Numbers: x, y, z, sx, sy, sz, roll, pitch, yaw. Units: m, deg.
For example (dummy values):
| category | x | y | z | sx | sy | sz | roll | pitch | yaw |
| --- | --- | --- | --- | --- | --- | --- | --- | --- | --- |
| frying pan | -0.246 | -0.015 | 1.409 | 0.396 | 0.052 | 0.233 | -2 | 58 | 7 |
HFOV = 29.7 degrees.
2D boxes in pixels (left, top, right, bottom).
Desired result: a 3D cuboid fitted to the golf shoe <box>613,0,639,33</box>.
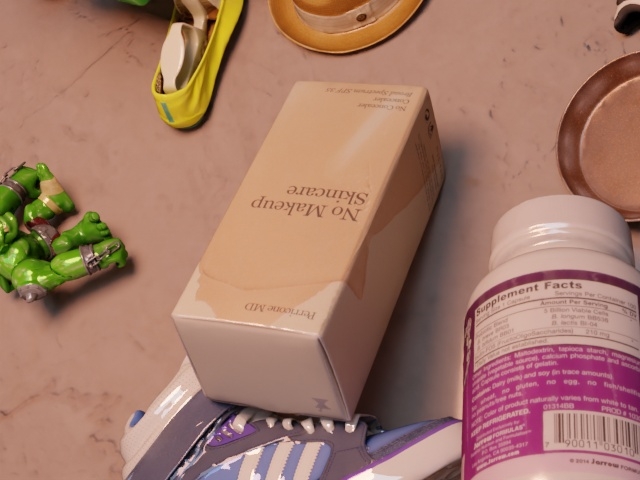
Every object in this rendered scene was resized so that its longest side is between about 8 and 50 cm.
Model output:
| category | x | y | z | sx | sy | sz | roll | pitch | yaw |
| --- | --- | --- | --- | --- | --- | --- | --- | --- | --- |
| golf shoe | 0.363 | -0.217 | 1.138 | 0.186 | 0.067 | 0.086 | 23 | 88 | 49 |

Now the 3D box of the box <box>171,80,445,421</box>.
| category | x | y | z | sx | sy | sz | roll | pitch | yaw |
| --- | --- | --- | --- | --- | --- | --- | --- | --- | --- |
| box | 0.000 | 0.000 | 1.098 | 0.147 | 0.121 | 0.311 | 5 | 48 | 21 |

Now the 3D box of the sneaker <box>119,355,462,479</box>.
| category | x | y | z | sx | sy | sz | roll | pitch | yaw |
| --- | --- | --- | --- | --- | --- | --- | --- | --- | --- |
| sneaker | -0.039 | 0.170 | 1.090 | 0.322 | 0.130 | 0.236 | -31 | 64 | 12 |

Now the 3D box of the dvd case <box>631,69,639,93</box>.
| category | x | y | z | sx | sy | sz | roll | pitch | yaw |
| --- | --- | --- | --- | --- | --- | --- | --- | --- | --- |
| dvd case | 0.413 | -0.090 | 1.097 | 0.180 | 0.022 | 0.253 | -21 | 61 | 10 |

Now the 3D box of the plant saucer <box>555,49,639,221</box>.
| category | x | y | z | sx | sy | sz | roll | pitch | yaw |
| --- | --- | --- | --- | --- | --- | --- | --- | --- | --- |
| plant saucer | 0.301 | -0.095 | 1.118 | 0.168 | 0.029 | 0.169 | -12 | 68 | 33 |

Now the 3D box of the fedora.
| category | x | y | z | sx | sy | sz | roll | pitch | yaw |
| --- | --- | --- | --- | --- | --- | --- | --- | --- | --- |
| fedora | 0.024 | -0.297 | 1.304 | 0.194 | 0.079 | 0.194 | -8 | 65 | 18 |

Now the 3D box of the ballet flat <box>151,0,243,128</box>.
| category | x | y | z | sx | sy | sz | roll | pitch | yaw |
| --- | --- | --- | --- | --- | --- | --- | --- | --- | --- |
| ballet flat | -0.139 | -0.236 | 1.340 | 0.077 | 0.077 | 0.231 | 3 | 68 | 24 |

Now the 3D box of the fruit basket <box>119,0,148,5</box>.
| category | x | y | z | sx | sy | sz | roll | pitch | yaw |
| --- | --- | --- | --- | --- | --- | --- | --- | --- | --- |
| fruit basket | -0.246 | -0.466 | 1.313 | 0.392 | 0.283 | 0.392 | -12 | 66 | 29 |

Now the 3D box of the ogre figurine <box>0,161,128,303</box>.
| category | x | y | z | sx | sy | sz | roll | pitch | yaw |
| --- | --- | --- | --- | --- | --- | --- | --- | --- | --- |
| ogre figurine | -0.305 | -0.003 | 1.296 | 0.118 | 0.097 | 0.197 | -41 | 74 | -21 |

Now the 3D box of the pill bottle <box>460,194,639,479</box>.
| category | x | y | z | sx | sy | sz | roll | pitch | yaw |
| --- | --- | --- | --- | --- | --- | --- | --- | --- | --- |
| pill bottle | 0.200 | 0.115 | 0.985 | 0.169 | 0.169 | 0.302 | -8 | 49 | 18 |
